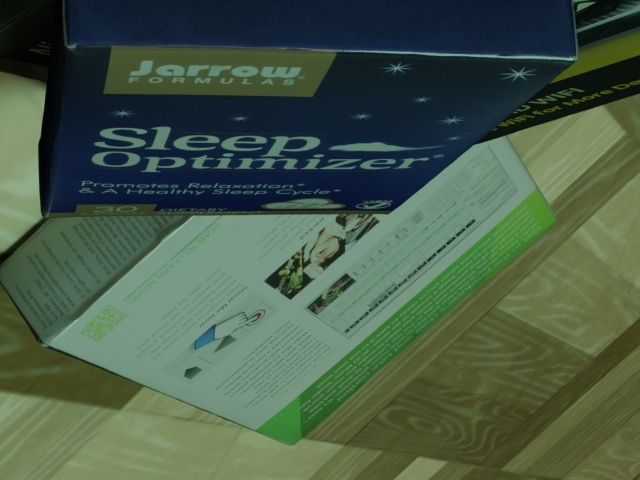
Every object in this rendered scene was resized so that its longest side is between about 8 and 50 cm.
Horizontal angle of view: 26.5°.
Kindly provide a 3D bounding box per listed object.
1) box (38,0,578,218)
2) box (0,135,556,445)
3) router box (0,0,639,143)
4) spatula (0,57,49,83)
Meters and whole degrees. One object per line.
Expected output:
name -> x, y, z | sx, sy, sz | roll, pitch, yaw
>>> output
box -> -0.015, -0.046, 0.417 | 0.136, 0.037, 0.225 | -1, 167, -13
box -> 0.000, 0.000, 0.750 | 0.232, 0.058, 0.322 | -41, 153, 4
router box -> 0.075, -0.115, 0.405 | 0.242, 0.081, 0.308 | 6, 165, -41
spatula -> -0.122, -0.062, 0.466 | 0.296, 0.030, 0.084 | -15, 148, -54
